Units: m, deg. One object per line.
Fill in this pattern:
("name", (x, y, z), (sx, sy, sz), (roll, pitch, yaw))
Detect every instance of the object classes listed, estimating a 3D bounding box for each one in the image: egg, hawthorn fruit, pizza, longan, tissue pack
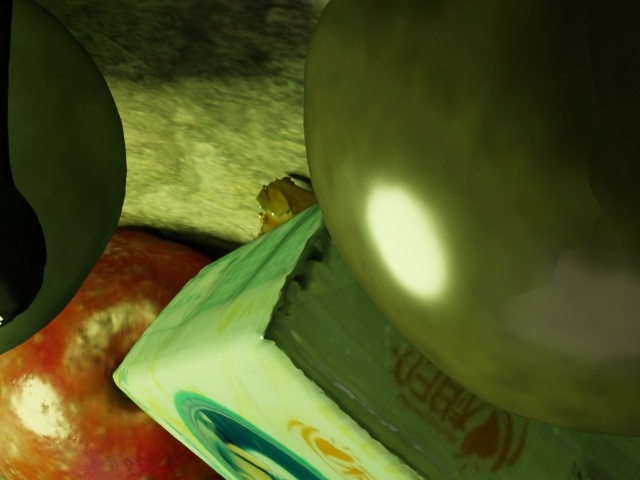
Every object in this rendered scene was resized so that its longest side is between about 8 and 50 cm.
("egg", (-0.270, -0.042, 0.880), (0.352, 0.258, 0.258), (-3, 156, 40))
("hawthorn fruit", (-0.170, 0.124, 1.346), (0.284, 0.284, 0.284), (15, 165, 4))
("pizza", (0.000, 0.000, 1.163), (0.178, 0.041, 0.131), (25, 160, -31))
("longan", (0.108, -0.037, 0.615), (0.248, 0.248, 0.248), (15, 165, 4))
("tissue pack", (0.039, 0.117, 1.060), (0.287, 0.162, 0.388), (39, 161, -9))

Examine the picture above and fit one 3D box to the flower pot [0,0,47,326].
("flower pot", (-0.238, -0.148, 0.473), (0.379, 0.251, 0.379), (17, 166, 4))
